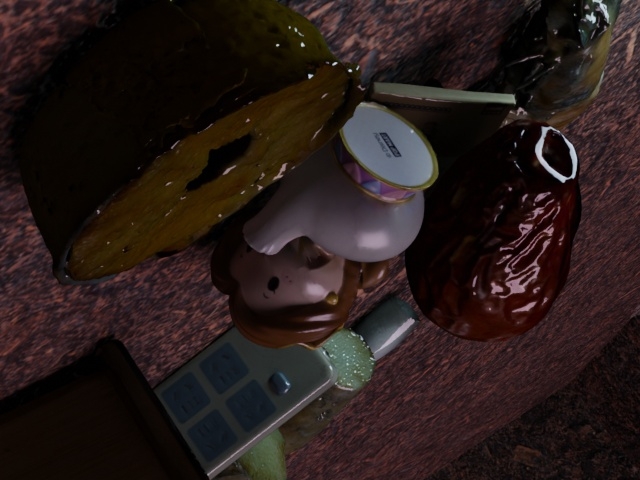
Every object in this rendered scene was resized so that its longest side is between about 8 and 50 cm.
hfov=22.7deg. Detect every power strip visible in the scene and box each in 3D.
[{"bbox_3d":[-0.104,0.178,1.776,0.270,0.118,0.046,-38,162,3],"label":"power strip"}]

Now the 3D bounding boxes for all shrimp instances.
[{"bbox_3d":[0.170,-0.148,1.538,0.272,0.085,0.445,-27,165,-15],"label":"shrimp"}]

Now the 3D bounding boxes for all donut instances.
[{"bbox_3d":[-0.096,-0.079,1.104,0.272,0.107,0.272,-33,169,-7],"label":"donut"}]

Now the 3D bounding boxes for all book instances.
[{"bbox_3d":[0.082,-0.084,1.488,0.138,0.016,0.199,3,152,-17],"label":"book"}]

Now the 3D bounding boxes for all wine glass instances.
[{"bbox_3d":[0.045,0.152,2.140,0.198,0.066,0.066,-43,164,13],"label":"wine glass"}]

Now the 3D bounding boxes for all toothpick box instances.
[{"bbox_3d":[-0.294,0.260,1.501,0.308,0.187,0.190,-23,160,-31],"label":"toothpick box"}]

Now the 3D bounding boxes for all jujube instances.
[{"bbox_3d":[0.166,-0.009,1.463,0.168,0.168,0.236,-27,156,-32],"label":"jujube"}]

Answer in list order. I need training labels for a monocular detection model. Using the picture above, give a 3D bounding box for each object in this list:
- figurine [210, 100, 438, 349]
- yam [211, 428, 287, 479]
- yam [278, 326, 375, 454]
[{"bbox_3d":[0.000,0.000,1.441,0.189,0.142,0.263,-2,142,-37],"label":"figurine"},{"bbox_3d":[-0.158,0.298,1.925,0.268,0.161,0.161,-45,163,24],"label":"yam"},{"bbox_3d":[-0.024,0.192,2.016,0.107,0.107,0.194,-21,159,-45],"label":"yam"}]
